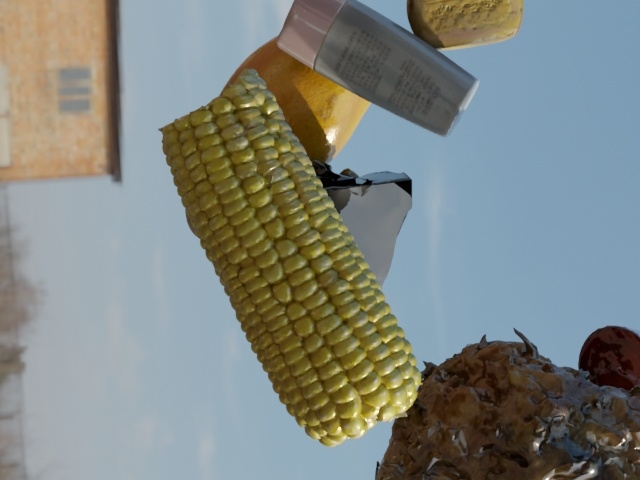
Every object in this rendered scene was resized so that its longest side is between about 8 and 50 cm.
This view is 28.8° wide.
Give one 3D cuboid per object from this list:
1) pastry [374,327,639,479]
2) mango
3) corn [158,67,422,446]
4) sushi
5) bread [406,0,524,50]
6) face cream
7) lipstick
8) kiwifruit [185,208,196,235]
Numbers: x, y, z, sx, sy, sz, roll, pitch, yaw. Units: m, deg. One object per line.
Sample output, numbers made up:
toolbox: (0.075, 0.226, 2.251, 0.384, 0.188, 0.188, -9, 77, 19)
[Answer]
pastry: (0.153, 0.185, 0.928, 0.193, 0.275, 0.275, -99, -168, -62)
mango: (-0.020, -0.155, 1.352, 0.145, 0.219, 0.112, 46, 8, -16)
corn: (-0.021, 0.013, 0.797, 0.244, 0.093, 0.093, 62, -21, 7)
sushi: (0.000, 0.000, 1.324, 0.150, 0.153, 0.172, -127, -148, -62)
bread: (0.144, -0.232, 1.233, 0.056, 0.115, 0.082, -69, 146, -71)
face cream: (0.056, -0.177, 1.227, 0.084, 0.198, 0.057, -61, 173, 27)
lipstick: (0.286, 0.115, 1.122, 0.279, 0.073, 0.073, 14, 67, -67)
kiwifruit: (-0.069, -0.050, 1.051, 0.124, 0.075, 0.075, -60, -146, 29)
